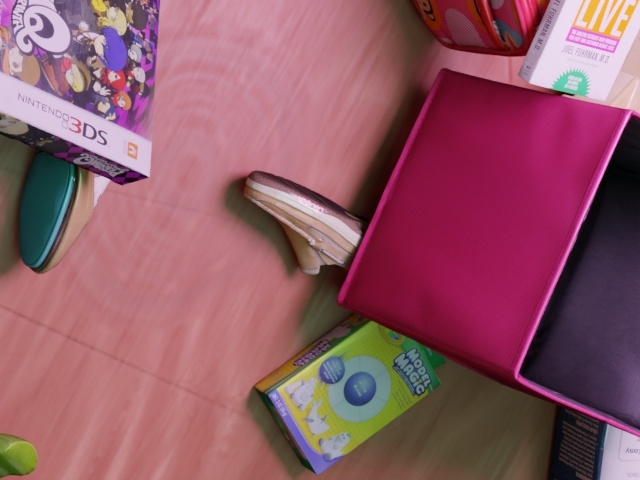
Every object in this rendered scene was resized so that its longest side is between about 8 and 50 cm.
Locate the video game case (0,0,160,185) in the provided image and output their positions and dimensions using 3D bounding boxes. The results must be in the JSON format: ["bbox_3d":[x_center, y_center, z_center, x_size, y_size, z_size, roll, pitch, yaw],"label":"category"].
[{"bbox_3d":[-0.219,-0.186,1.649,0.210,0.042,0.232,25,60,-48],"label":"video game case"}]

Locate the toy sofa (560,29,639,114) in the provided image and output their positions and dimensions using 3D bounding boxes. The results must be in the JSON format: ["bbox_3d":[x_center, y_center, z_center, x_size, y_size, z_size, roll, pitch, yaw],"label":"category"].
[{"bbox_3d":[0.378,-0.245,1.885,0.177,0.150,0.362,21,91,-63],"label":"toy sofa"}]

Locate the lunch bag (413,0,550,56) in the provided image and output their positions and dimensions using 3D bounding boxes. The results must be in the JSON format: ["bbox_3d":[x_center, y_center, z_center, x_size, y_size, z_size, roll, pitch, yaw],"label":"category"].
[{"bbox_3d":[0.152,-0.310,1.757,0.120,0.258,0.293,-24,108,-18],"label":"lunch bag"}]

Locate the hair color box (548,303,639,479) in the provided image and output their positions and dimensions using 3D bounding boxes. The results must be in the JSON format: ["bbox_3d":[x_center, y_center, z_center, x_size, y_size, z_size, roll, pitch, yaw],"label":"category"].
[{"bbox_3d":[0.332,0.228,2.020,0.174,0.105,0.347,3,98,-23],"label":"hair color box"}]

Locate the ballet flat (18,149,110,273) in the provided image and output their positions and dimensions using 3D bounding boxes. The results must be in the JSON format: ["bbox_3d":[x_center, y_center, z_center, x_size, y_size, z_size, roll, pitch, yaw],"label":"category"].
[{"bbox_3d":[-0.213,-0.083,1.747,0.073,0.080,0.232,2,101,-40],"label":"ballet flat"}]

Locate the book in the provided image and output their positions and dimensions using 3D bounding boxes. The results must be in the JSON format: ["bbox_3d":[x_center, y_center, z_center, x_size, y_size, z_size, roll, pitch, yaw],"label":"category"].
[{"bbox_3d":[0.235,-0.197,1.701,0.096,0.035,0.144,8,112,-40],"label":"book"}]

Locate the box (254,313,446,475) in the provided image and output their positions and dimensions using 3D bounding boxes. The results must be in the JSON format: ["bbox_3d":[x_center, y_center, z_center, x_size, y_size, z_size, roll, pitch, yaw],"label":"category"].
[{"bbox_3d":[0.037,0.133,1.911,0.179,0.043,0.105,-37,112,-15],"label":"box"}]

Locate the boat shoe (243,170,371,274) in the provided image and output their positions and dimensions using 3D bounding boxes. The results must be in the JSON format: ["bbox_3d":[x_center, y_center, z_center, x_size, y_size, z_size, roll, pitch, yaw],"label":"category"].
[{"bbox_3d":[0.000,0.000,1.860,0.190,0.068,0.072,28,100,-25],"label":"boat shoe"}]

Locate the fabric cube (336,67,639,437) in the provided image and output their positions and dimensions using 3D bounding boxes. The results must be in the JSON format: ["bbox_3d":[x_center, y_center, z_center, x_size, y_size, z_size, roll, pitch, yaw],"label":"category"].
[{"bbox_3d":[0.224,0.019,1.819,0.259,0.258,0.254,26,85,-38],"label":"fabric cube"}]

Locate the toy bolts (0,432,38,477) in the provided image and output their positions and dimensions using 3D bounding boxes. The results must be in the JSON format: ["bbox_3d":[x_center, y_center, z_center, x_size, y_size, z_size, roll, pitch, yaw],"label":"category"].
[{"bbox_3d":[-0.364,0.254,1.740,0.228,0.158,0.218,-53,155,-17],"label":"toy bolts"}]
